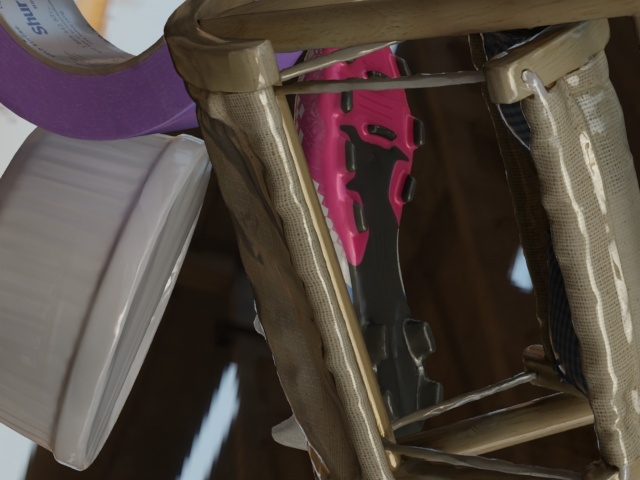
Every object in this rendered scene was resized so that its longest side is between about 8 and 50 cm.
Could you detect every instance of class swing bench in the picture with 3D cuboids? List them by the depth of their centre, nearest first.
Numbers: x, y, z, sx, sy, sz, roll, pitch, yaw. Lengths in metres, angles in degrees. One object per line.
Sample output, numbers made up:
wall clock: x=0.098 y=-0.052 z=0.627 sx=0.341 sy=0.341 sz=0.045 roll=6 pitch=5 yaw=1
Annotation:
swing bench: x=0.070 y=-0.003 z=0.724 sx=0.165 sy=0.255 sz=0.253 roll=-57 pitch=133 yaw=-59

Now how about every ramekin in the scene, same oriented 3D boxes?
ramekin: x=-0.188 y=0.029 z=1.221 sx=0.273 sy=0.127 sz=0.273 roll=21 pitch=90 yaw=-89

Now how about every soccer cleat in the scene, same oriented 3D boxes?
soccer cleat: x=0.000 y=0.000 z=1.192 sx=0.143 sy=0.116 sz=0.331 roll=-11 pitch=-101 yaw=38

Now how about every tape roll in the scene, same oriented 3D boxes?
tape roll: x=-0.128 y=-0.205 z=1.037 sx=0.090 sy=0.275 sz=0.275 roll=-18 pitch=131 yaw=-58
